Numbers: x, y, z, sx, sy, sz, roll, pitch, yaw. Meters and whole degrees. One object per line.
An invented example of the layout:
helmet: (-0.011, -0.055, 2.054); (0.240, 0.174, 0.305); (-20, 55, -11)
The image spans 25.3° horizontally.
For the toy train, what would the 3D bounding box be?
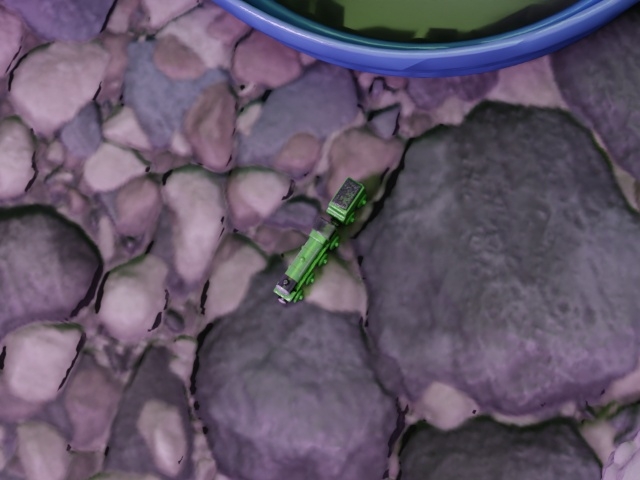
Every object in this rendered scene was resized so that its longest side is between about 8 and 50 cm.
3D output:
toy train: (0.000, 0.000, 0.815); (0.017, 0.024, 0.083); (32, 82, 13)

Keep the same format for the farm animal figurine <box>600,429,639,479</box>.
farm animal figurine: (0.170, 0.275, 0.649); (0.327, 0.172, 0.330); (34, 81, -29)

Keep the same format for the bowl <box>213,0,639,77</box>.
bowl: (0.065, -0.279, 0.847); (0.391, 0.077, 0.391); (-2, 76, 6)
